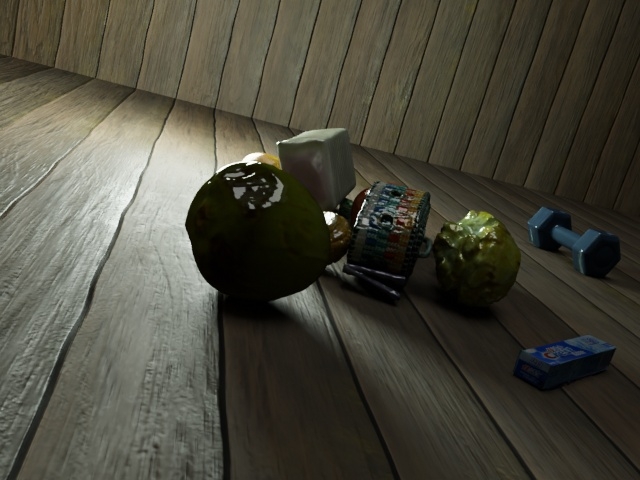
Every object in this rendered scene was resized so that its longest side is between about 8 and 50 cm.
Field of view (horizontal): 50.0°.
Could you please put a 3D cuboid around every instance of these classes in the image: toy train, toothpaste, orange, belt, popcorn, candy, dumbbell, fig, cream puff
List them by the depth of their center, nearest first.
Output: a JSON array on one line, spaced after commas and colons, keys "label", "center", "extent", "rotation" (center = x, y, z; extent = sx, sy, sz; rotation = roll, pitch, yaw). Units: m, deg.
[{"label": "fig", "center": [-0.094, -0.008, 1.187], "extent": [0.271, 0.239, 0.239], "rotation": [20, 8, -45]}, {"label": "toothpaste", "center": [0.452, 0.217, 1.254], "extent": [0.272, 0.053, 0.066], "rotation": [-1, 22, -45]}, {"label": "cream puff", "center": [0.003, 0.001, 1.455], "extent": [0.144, 0.103, 0.126], "rotation": [0, 37, 49]}, {"label": "belt", "center": [0.161, -0.009, 1.474], "extent": [0.160, 0.207, 0.295], "rotation": [16, 17, 9]}, {"label": "popcorn", "center": [0.333, 0.043, 1.479], "extent": [0.183, 0.204, 0.221], "rotation": [-2, 13, 8]}, {"label": "candy", "center": [-0.005, -0.193, 1.891], "extent": [0.145, 0.208, 0.359], "rotation": [-5, 12, 13]}, {"label": "orange", "center": [-0.156, -0.173, 1.910], "extent": [0.154, 0.134, 0.155], "rotation": [21, -8, 3]}, {"label": "toy train", "center": [0.091, -0.088, 1.975], "extent": [0.083, 0.053, 0.033], "rotation": [23, 16, 30]}, {"label": "dumbbell", "center": [0.817, -0.001, 2.233], "extent": [0.143, 0.156, 0.316], "rotation": [-20, 25, -12]}]

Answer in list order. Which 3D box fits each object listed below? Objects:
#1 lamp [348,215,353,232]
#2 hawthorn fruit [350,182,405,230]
[{"label": "lamp", "center": [0.171, -0.025, 1.838], "extent": [0.198, 0.050, 0.056], "rotation": [14, 14, -6]}, {"label": "hawthorn fruit", "center": [0.182, -0.066, 1.738], "extent": [0.179, 0.179, 0.200], "rotation": [27, 33, 36]}]
